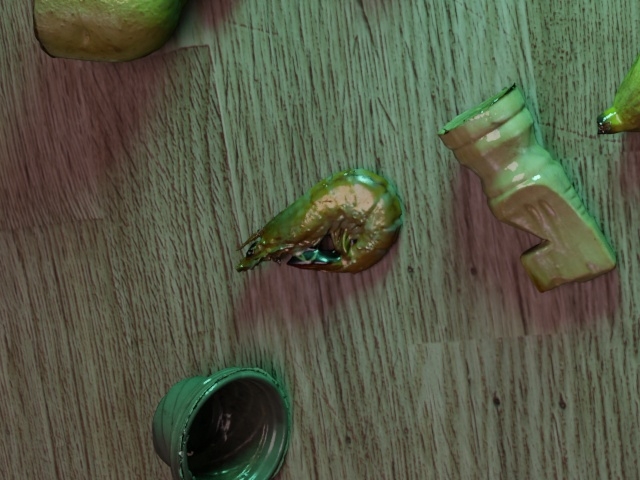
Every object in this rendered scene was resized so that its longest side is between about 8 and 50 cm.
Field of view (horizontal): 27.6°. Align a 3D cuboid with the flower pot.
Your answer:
[{"bbox_3d":[-0.171,0.299,2.048,0.140,0.235,0.235,12,104,45],"label":"flower pot"}]

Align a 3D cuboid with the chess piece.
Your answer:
[{"bbox_3d":[0.298,-0.065,1.833,0.137,0.137,0.301,-32,97,24],"label":"chess piece"}]

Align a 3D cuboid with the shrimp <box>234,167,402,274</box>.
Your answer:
[{"bbox_3d":[0.000,0.000,1.994,0.287,0.063,0.152,-32,97,23],"label":"shrimp"}]

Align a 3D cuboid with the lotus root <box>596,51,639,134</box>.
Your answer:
[{"bbox_3d":[0.451,-0.208,1.752,0.191,0.094,0.108,-48,56,31],"label":"lotus root"}]

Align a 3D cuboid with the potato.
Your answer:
[{"bbox_3d":[-0.298,-0.393,1.973,0.242,0.242,0.285,19,88,19],"label":"potato"}]
